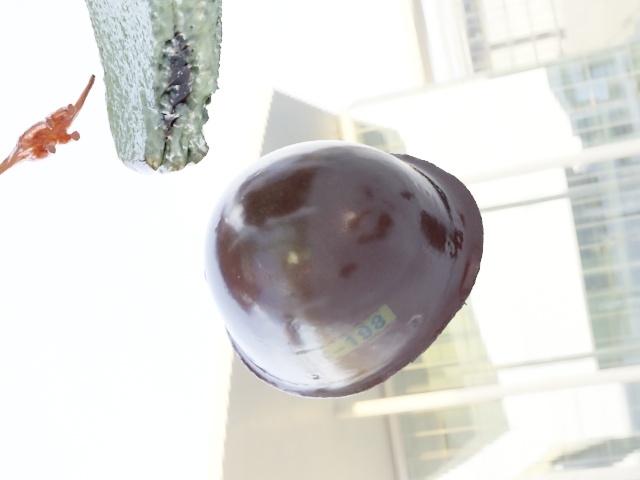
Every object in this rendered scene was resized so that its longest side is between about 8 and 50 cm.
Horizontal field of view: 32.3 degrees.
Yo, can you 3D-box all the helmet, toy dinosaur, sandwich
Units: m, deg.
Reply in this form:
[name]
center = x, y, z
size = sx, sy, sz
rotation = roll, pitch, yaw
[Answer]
[helmet]
center = 0.000, 0.000, 1.410
size = 0.230, 0.384, 0.338
rotation = 45, -158, -57
[toy dinosaur]
center = -0.392, -0.132, 1.533
size = 0.055, 0.101, 0.279
rotation = 53, -127, -18
[sandwich]
center = -0.171, -0.204, 1.226
size = 0.288, 0.099, 0.254
rotation = -3, 99, 66
